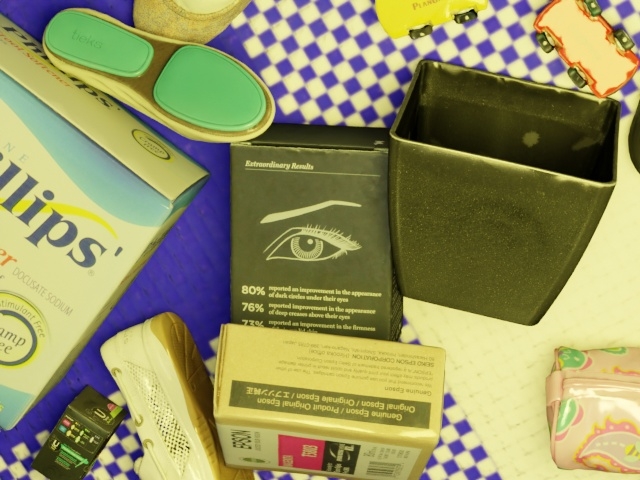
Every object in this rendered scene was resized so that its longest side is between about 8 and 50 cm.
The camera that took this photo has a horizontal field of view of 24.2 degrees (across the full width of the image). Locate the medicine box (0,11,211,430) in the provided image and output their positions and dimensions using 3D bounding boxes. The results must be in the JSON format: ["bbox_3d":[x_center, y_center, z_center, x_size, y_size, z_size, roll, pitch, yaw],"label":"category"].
[{"bbox_3d":[-0.299,-0.021,1.405,0.263,0.149,0.289,37,109,-1],"label":"medicine box"}]

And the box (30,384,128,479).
[{"bbox_3d":[-0.243,0.200,1.500,0.052,0.062,0.083,34,108,1],"label":"box"}]

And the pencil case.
[{"bbox_3d":[0.348,0.153,1.349,0.284,0.124,0.124,0,105,14],"label":"pencil case"}]

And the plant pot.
[{"bbox_3d":[0.151,-0.036,1.315,0.187,0.188,0.167,13,120,6],"label":"plant pot"}]

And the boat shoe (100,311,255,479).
[{"bbox_3d":[-0.137,0.212,1.472,0.096,0.098,0.277,-20,92,15],"label":"boat shoe"}]

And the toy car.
[{"bbox_3d":[0.184,-0.260,1.305,0.239,0.053,0.225,16,107,5],"label":"toy car"}]

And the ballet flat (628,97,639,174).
[{"bbox_3d":[0.336,-0.174,1.278,0.095,0.096,0.280,12,107,7],"label":"ballet flat"}]

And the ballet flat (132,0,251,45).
[{"bbox_3d":[-0.070,-0.286,1.314,0.107,0.106,0.316,41,108,-2],"label":"ballet flat"}]

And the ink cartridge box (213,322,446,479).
[{"bbox_3d":[0.006,0.154,1.344,0.193,0.235,0.088,5,71,1],"label":"ink cartridge box"}]

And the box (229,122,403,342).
[{"bbox_3d":[0.000,0.000,1.379,0.153,0.108,0.207,4,105,9],"label":"box"}]

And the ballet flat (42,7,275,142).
[{"bbox_3d":[-0.141,-0.143,1.356,0.248,0.086,0.086,28,109,21],"label":"ballet flat"}]
